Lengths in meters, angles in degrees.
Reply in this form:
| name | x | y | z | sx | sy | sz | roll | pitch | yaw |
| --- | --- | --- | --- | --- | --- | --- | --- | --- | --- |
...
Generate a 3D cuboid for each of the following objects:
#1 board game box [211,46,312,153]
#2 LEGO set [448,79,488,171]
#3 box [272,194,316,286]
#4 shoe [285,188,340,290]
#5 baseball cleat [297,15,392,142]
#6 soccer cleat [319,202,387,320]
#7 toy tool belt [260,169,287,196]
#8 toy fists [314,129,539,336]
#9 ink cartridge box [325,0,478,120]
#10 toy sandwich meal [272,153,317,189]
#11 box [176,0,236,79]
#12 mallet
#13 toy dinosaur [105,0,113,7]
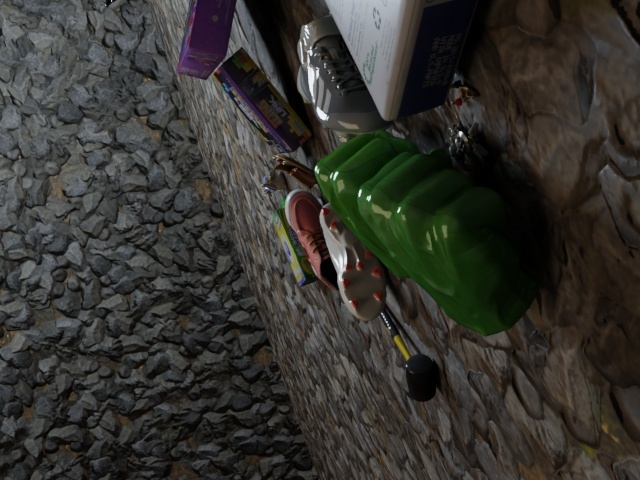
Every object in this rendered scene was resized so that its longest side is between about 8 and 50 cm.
| name | x | y | z | sx | sy | sz | roll | pitch | yaw |
| --- | --- | --- | --- | --- | --- | --- | --- | --- | --- |
| board game box | -0.096 | -0.216 | 1.198 | 0.170 | 0.048 | 0.141 | 50 | 174 | -13 |
| LEGO set | 0.116 | -0.091 | 0.629 | 0.054 | 0.023 | 0.083 | -140 | 30 | -68 |
| box | -0.054 | 0.001 | 1.554 | 0.105 | 0.043 | 0.179 | 122 | 128 | -75 |
| shoe | 0.000 | 0.000 | 1.257 | 0.178 | 0.063 | 0.081 | 68 | 169 | -25 |
| baseball cleat | 0.015 | -0.182 | 0.824 | 0.206 | 0.072 | 0.109 | -135 | 32 | -55 |
| soccer cleat | 0.048 | 0.031 | 1.084 | 0.076 | 0.068 | 0.196 | 79 | 173 | -62 |
| toy tool belt | -0.102 | -0.115 | 1.537 | 0.083 | 0.051 | 0.052 | 162 | 87 | -79 |
| toy fists | 0.082 | -0.026 | 0.677 | 0.142 | 0.096 | 0.279 | 45 | 179 | -24 |
| ink cartridge box | 0.027 | -0.309 | 0.541 | 0.324 | 0.071 | 0.330 | 95 | 155 | -65 |
| toy sandwich meal | -0.044 | -0.113 | 1.239 | 0.085 | 0.029 | 0.085 | 27 | 178 | 1 |
| box | -0.169 | -0.365 | 1.158 | 0.293 | 0.057 | 0.201 | -157 | 78 | -75 |
| mallet | 0.110 | 0.136 | 1.054 | 0.062 | 0.039 | 0.189 | 80 | 168 | -45 |
| toy dinosaur | -0.290 | -0.498 | 1.129 | 0.164 | 0.322 | 0.218 | -17 | 111 | 37 |
